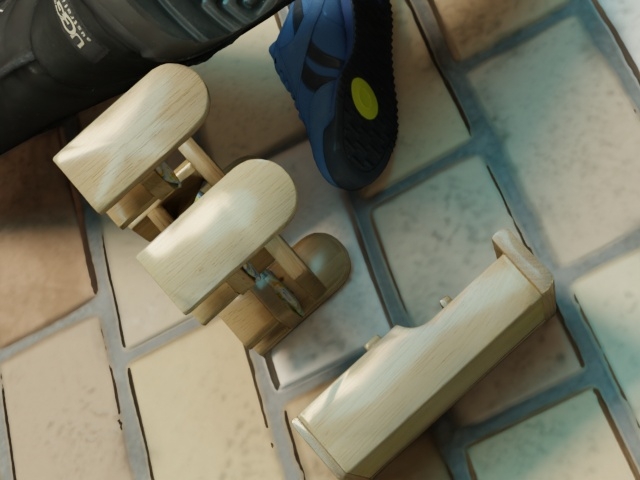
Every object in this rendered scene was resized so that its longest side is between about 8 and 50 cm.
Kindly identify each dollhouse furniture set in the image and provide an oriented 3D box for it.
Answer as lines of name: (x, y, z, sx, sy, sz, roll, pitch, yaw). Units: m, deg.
dollhouse furniture set: (0.000, 0.000, 0.843, 0.161, 0.212, 0.242, -42, 75, 0)

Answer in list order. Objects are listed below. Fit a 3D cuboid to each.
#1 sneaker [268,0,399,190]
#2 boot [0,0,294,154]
sneaker: (0.005, -0.114, 1.010, 0.082, 0.069, 0.209, -22, 49, 29)
boot: (-0.115, -0.183, 1.010, 0.367, 0.146, 0.445, -33, 7, -34)
